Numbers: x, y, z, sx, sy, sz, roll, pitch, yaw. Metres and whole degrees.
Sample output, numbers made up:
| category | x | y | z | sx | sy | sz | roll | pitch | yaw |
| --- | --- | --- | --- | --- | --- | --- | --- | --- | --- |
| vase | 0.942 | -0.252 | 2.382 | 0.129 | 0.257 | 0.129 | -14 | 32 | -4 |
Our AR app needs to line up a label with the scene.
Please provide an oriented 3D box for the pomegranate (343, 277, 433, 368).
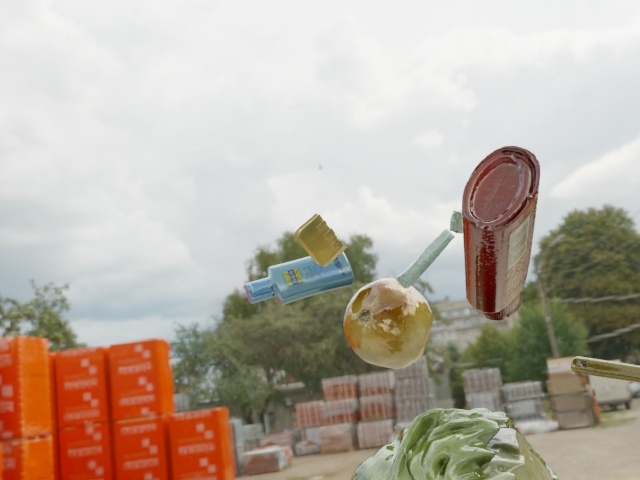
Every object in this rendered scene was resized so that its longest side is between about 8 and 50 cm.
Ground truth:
| category | x | y | z | sx | sy | sz | roll | pitch | yaw |
| --- | --- | --- | --- | --- | --- | --- | --- | --- | --- |
| pomegranate | 0.165 | 0.198 | 1.776 | 0.233 | 0.233 | 0.233 | -8 | -14 | -2 |

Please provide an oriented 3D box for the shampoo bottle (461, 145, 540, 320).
| category | x | y | z | sx | sy | sz | roll | pitch | yaw |
| --- | --- | --- | --- | --- | --- | --- | --- | --- | --- |
| shampoo bottle | 0.226 | 0.011 | 0.929 | 0.076 | 0.118 | 0.314 | 20 | -22 | 21 |

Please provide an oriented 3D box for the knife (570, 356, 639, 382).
| category | x | y | z | sx | sy | sz | roll | pitch | yaw |
| --- | --- | --- | --- | --- | --- | --- | --- | --- | --- |
| knife | 0.426 | 0.156 | 0.862 | 0.256 | 0.046 | 0.022 | 4 | -35 | 36 |

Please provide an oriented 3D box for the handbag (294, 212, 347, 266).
| category | x | y | z | sx | sy | sz | roll | pitch | yaw |
| --- | --- | --- | --- | --- | --- | --- | --- | --- | --- |
| handbag | 0.000 | 0.000 | 1.300 | 0.061 | 0.083 | 0.027 | -41 | 18 | -12 |

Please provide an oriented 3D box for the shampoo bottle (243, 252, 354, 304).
| category | x | y | z | sx | sy | sz | roll | pitch | yaw |
| --- | --- | --- | --- | --- | --- | --- | --- | --- | --- |
| shampoo bottle | -0.055 | 0.095 | 1.768 | 0.259 | 0.103 | 0.061 | -16 | -27 | -16 |

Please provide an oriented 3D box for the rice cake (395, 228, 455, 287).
| category | x | y | z | sx | sy | sz | roll | pitch | yaw |
| --- | --- | --- | --- | --- | --- | --- | --- | --- | --- |
| rice cake | 0.219 | 0.036 | 1.516 | 0.171 | 0.033 | 0.029 | -44 | 0 | -25 |

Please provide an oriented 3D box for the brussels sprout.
| category | x | y | z | sx | sy | sz | roll | pitch | yaw |
| --- | --- | --- | --- | --- | --- | --- | --- | --- | --- |
| brussels sprout | 0.237 | 0.491 | 1.309 | 0.361 | 0.342 | 0.425 | -31 | -35 | 16 |

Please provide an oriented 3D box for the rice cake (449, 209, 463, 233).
| category | x | y | z | sx | sy | sz | roll | pitch | yaw |
| --- | --- | --- | --- | --- | --- | --- | --- | --- | --- |
| rice cake | 0.276 | -0.038 | 1.323 | 0.034 | 0.043 | 0.211 | 12 | 11 | 25 |
